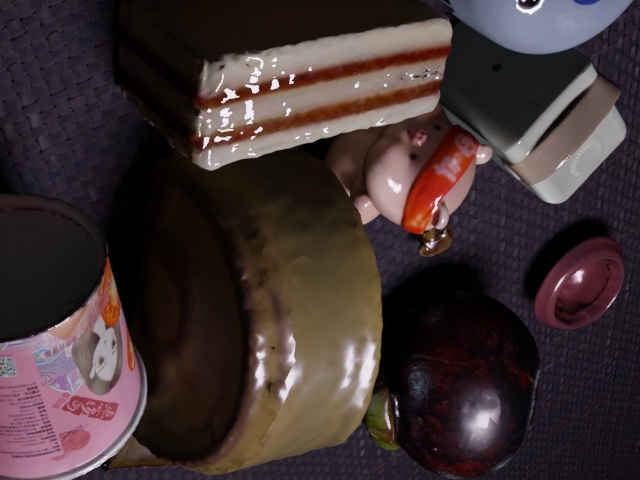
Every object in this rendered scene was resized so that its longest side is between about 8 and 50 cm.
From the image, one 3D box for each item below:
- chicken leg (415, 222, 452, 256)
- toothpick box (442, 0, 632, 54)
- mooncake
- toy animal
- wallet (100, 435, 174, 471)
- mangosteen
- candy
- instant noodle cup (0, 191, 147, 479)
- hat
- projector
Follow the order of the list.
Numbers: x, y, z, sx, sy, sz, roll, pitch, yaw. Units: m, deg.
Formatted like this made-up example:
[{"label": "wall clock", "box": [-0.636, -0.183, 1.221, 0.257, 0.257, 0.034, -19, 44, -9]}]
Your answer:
[{"label": "chicken leg", "box": [0.147, -0.059, 1.441, 0.107, 0.087, 0.251, -18, 146, 3]}, {"label": "toothpick box", "box": [0.194, -0.338, 1.000, 0.263, 0.355, 0.263, -22, 137, -23]}, {"label": "mooncake", "box": [-0.108, 0.079, 1.235, 0.246, 0.393, 0.394, -7, 89, -36]}, {"label": "toy animal", "box": [0.100, -0.086, 1.243, 0.171, 0.197, 0.171, -3, 94, -51]}, {"label": "wallet", "box": [-0.194, 0.287, 1.501, 0.255, 0.031, 0.137, 13, 115, -46]}, {"label": "mangosteen", "box": [0.200, 0.218, 1.594, 0.300, 0.300, 0.300, -22, 137, -23]}, {"label": "candy", "box": [-0.036, -0.199, 1.075, 0.320, 0.179, 0.135, -17, 135, -27]}, {"label": "instant noodle cup", "box": [-0.310, 0.096, 1.048, 0.243, 0.243, 0.231, -22, 143, -23]}, {"label": "hat", "box": [0.451, 0.069, 1.793, 0.205, 0.089, 0.205, -18, 131, -22]}, {"label": "projector", "box": [0.267, -0.173, 1.303, 0.163, 0.242, 0.177, -49, 139, 4]}]
